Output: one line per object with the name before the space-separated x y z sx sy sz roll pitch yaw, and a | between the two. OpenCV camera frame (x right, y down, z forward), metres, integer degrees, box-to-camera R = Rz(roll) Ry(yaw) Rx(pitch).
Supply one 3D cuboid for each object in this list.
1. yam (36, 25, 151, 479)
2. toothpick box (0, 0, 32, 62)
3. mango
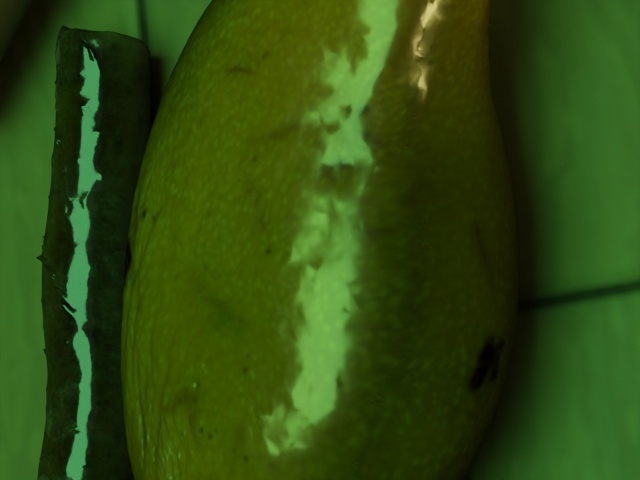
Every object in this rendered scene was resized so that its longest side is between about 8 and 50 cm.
yam | -0.106 0.019 0.823 0.056 0.056 0.241 -1 86 32
toothpick box | -0.179 -0.156 0.851 0.111 0.111 0.181 36 105 29
mango | 0.004 0.002 0.722 0.177 0.120 0.295 14 91 40
